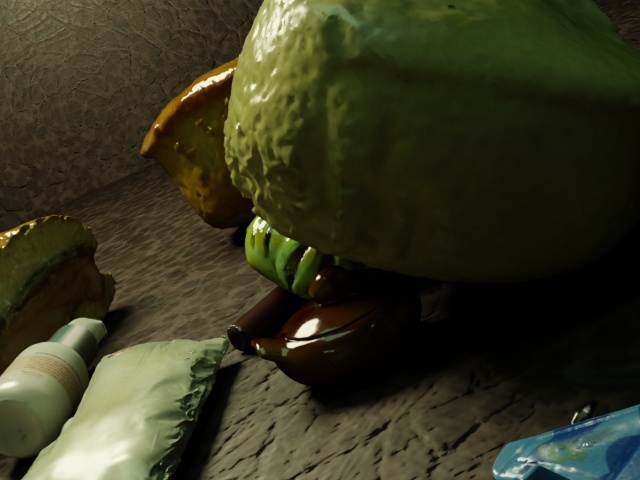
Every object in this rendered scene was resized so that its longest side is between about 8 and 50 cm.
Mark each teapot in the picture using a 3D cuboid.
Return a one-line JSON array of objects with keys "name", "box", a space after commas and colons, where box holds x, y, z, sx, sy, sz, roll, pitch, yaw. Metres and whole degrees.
[{"name": "teapot", "box": [0.012, 0.059, 0.577, 0.129, 0.078, 0.098, -27, 16, -9]}]

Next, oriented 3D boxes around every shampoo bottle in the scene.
[{"name": "shampoo bottle", "box": [-0.258, 0.129, 0.742, 0.074, 0.074, 0.192, -22, 17, 7]}]

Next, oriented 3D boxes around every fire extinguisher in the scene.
[{"name": "fire extinguisher", "box": [-0.030, 0.051, 0.754, 0.173, 0.035, 0.049, -40, -16, -42]}]

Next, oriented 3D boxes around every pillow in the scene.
[{"name": "pillow", "box": [-0.149, 0.139, 0.601, 0.128, 0.051, 0.229, -14, 19, 9]}]

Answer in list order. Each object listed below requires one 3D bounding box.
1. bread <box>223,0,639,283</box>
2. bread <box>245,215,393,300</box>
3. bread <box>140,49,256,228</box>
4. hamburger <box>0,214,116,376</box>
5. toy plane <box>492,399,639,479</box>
[{"name": "bread", "box": [0.088, -0.087, 0.591, 0.321, 0.237, 0.320, 7, 31, -4]}, {"name": "bread", "box": [0.000, 0.000, 0.721, 0.130, 0.071, 0.139, -17, 40, -25]}, {"name": "bread", "box": [-0.060, -0.153, 1.070, 0.358, 0.204, 0.337, -24, 0, 28]}, {"name": "hamburger", "box": [-0.392, 0.099, 0.873, 0.209, 0.162, 0.330, -18, 22, 16]}, {"name": "toy plane", "box": [0.171, 0.079, 0.307, 0.246, 0.078, 0.169, -26, 15, -29]}]
